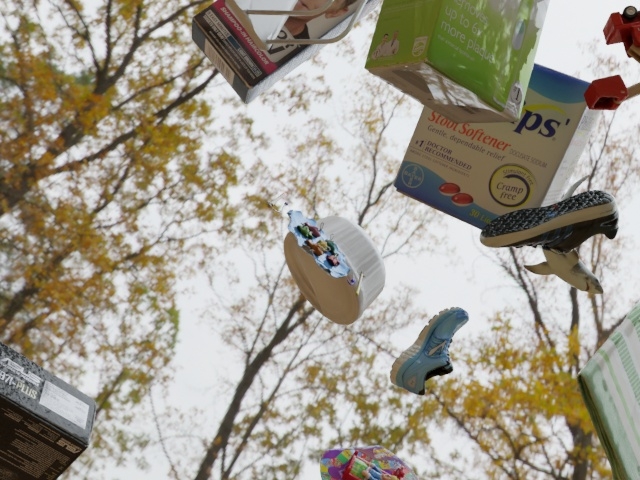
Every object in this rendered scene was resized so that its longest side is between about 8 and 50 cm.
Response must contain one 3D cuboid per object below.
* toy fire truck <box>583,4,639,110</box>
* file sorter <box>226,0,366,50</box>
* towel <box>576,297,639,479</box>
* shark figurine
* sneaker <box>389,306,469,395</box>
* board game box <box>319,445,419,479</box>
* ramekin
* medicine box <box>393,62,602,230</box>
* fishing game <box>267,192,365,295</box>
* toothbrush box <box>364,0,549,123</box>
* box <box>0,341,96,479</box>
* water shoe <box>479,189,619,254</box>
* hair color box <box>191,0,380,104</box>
[{"bbox_3d":[0.461,-0.263,0.979,0.192,0.135,0.047,-10,-16,3],"label":"toy fire truck"},{"bbox_3d":[-0.050,-0.442,1.014,0.173,0.192,0.277,13,-24,34],"label":"file sorter"},{"bbox_3d":[0.586,0.271,1.295,0.038,0.325,0.247,-13,-76,49],"label":"towel"},{"bbox_3d":[0.525,-0.017,1.516,0.166,0.116,0.278,9,-45,40],"label":"shark figurine"},{"bbox_3d":[0.180,0.173,1.067,0.073,0.162,0.063,34,-19,28],"label":"sneaker"},{"bbox_3d":[0.082,0.335,0.994,0.169,0.133,0.033,8,-61,-33],"label":"board game box"},{"bbox_3d":[0.041,0.062,1.703,0.273,0.127,0.272,38,-33,30],"label":"ramekin"},{"bbox_3d":[0.314,-0.176,1.237,0.264,0.149,0.289,28,-71,25],"label":"medicine box"},{"bbox_3d":[0.000,0.000,1.447,0.041,0.189,0.264,-43,-88,17],"label":"fishing game"},{"bbox_3d":[0.204,-0.329,0.963,0.206,0.283,0.122,21,-8,-39],"label":"toothbrush box"},{"bbox_3d":[-0.341,0.183,0.685,0.180,0.077,0.147,40,-81,-23],"label":"box"},{"bbox_3d":[0.343,-0.008,1.042,0.203,0.073,0.080,-16,-65,14],"label":"water shoe"},{"bbox_3d":[-0.060,-0.440,1.348,0.174,0.347,0.105,51,-13,-2],"label":"hair color box"}]
